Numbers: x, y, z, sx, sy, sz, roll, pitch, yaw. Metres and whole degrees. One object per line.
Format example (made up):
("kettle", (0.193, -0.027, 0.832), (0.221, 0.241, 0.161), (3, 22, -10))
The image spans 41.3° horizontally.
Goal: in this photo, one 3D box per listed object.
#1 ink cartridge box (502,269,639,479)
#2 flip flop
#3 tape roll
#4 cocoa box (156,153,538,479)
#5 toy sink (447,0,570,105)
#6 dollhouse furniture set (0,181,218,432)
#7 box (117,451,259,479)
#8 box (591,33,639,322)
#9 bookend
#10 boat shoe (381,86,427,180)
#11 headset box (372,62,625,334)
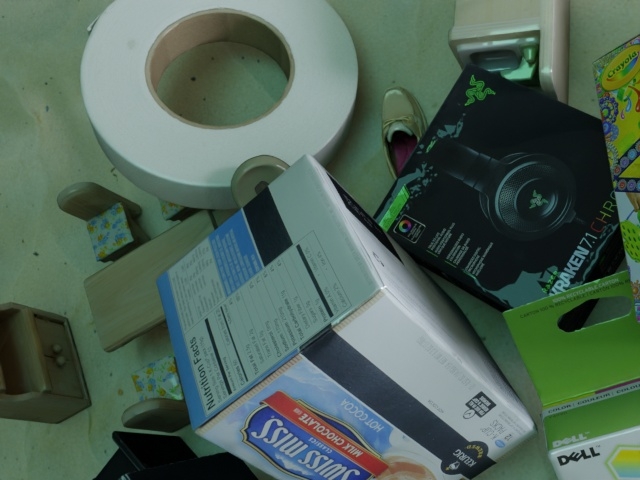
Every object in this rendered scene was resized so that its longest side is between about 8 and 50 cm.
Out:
("ink cartridge box", (0.319, 0.173, 0.884), (0.188, 0.097, 0.255), (-21, 107, 17))
("flip flop", (0.000, 0.000, 1.086), (0.112, 0.277, 0.080), (-45, 18, 5))
("tape roll", (-0.141, -0.227, 1.199), (0.391, 0.072, 0.392), (1, 64, -1))
("cocoa box", (0.029, 0.128, 0.930), (0.228, 0.347, 0.231), (-39, 41, 10))
("toy sink", (0.244, -0.277, 1.089), (0.131, 0.153, 0.234), (-1, 76, 24))
("dollhouse furniture set", (-0.314, 0.089, 1.171), (0.394, 0.256, 0.362), (-29, 66, 14))
("box", (-0.177, 0.496, 0.980), (0.293, 0.212, 0.395), (43, 107, 27))
("box", (0.452, -0.062, 0.834), (0.177, 0.289, 0.279), (-29, 59, 54))
("bookend", (-0.254, 0.340, 1.130), (0.072, 0.156, 0.157), (39, 94, 27))
("boat shoe", (0.114, -0.141, 1.159), (0.063, 0.059, 0.170), (-19, 69, 18))
("headset box", (0.234, -0.049, 1.039), (0.283, 0.131, 0.246), (32, 89, 28))
